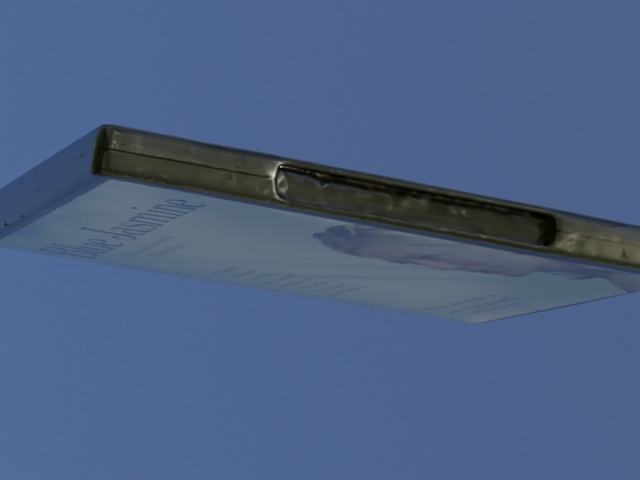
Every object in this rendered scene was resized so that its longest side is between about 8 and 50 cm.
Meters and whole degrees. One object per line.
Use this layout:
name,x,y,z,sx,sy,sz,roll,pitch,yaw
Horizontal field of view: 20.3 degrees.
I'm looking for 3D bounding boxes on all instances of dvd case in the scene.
dvd case,0.000,0.000,0.745,0.180,0.253,0.022,162,-64,-64
